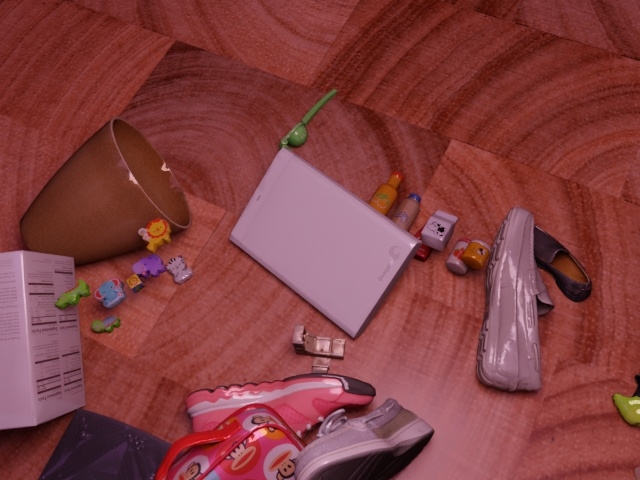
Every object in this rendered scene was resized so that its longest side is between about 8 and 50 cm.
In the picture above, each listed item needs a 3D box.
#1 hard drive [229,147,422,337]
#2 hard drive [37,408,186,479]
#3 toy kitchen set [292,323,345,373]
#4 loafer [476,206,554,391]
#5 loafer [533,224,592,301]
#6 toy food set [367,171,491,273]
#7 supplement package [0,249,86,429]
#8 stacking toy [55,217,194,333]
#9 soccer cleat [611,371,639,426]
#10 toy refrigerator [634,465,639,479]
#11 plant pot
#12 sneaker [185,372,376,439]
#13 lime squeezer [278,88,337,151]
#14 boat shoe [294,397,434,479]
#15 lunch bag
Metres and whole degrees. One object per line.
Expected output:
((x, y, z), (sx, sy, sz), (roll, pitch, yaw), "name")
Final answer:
((0.000, 0.000, 1.211), (0.308, 0.040, 0.203), (37, 104, 21), "hard drive")
((-0.317, 0.391, 1.090), (0.255, 0.054, 0.172), (18, 67, 15), "hard drive")
((-0.004, 0.189, 1.149), (0.083, 0.075, 0.068), (5, 66, 7), "toy kitchen set")
((0.337, 0.097, 1.150), (0.112, 0.112, 0.319), (10, 73, 5), "loafer")
((0.416, 0.027, 1.196), (0.062, 0.061, 0.170), (-36, 65, -11), "loafer")
((0.203, -0.029, 1.213), (0.232, 0.111, 0.104), (23, 67, 24), "toy food set")
((-0.522, 0.162, 1.099), (0.199, 0.198, 0.262), (-7, 85, 2), "supplement package")
((-0.337, 0.068, 1.189), (0.221, 0.167, 0.052), (-36, 66, -11), "stacking toy")
((0.554, 0.230, 1.086), (0.179, 0.060, 0.072), (-29, 63, -6), "soccer cleat")
((0.621, 0.368, 0.991), (0.270, 0.094, 0.102), (-5, 64, 3), "toy refrigerator")
((-0.408, -0.059, 1.247), (0.254, 0.237, 0.237), (-31, 64, 8), "plant pot")
((-0.060, 0.294, 1.099), (0.314, 0.116, 0.136), (-10, 74, 9), "sneaker")
((-0.029, -0.187, 1.347), (0.110, 0.059, 0.310), (1, 63, 6), "lime squeezer")
((0.055, 0.293, 0.982), (0.103, 0.320, 0.118), (43, 112, 28), "boat shoe")
((-0.136, 0.386, 0.972), (0.293, 0.120, 0.258), (-38, 109, -11), "lunch bag")
